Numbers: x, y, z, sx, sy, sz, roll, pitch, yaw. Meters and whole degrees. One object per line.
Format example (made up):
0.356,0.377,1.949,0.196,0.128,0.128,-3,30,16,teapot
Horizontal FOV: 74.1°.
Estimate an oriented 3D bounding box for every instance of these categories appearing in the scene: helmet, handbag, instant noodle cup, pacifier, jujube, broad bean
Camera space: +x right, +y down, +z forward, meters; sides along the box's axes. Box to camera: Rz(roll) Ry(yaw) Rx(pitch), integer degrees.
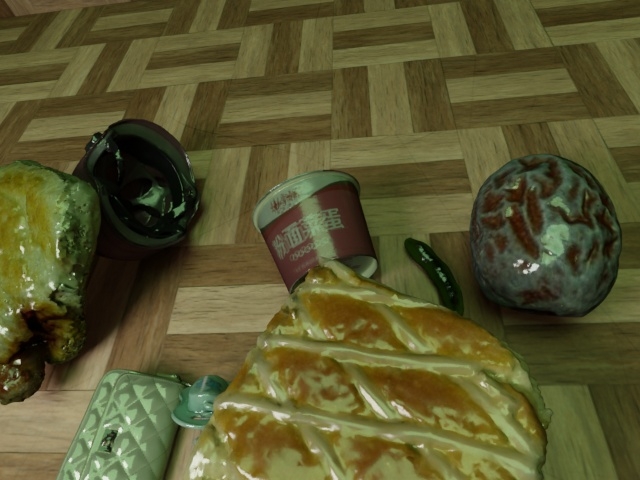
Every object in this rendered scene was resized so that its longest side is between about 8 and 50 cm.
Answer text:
-0.434,-0.097,0.964,0.197,0.271,0.338,-29,48,25,helmet
-0.298,0.350,0.714,0.219,0.079,0.256,9,57,1,handbag
0.000,0.000,0.835,0.235,0.234,0.178,-19,63,-5,instant noodle cup
-0.178,0.292,0.703,0.127,0.150,0.116,1,94,-15,pacifier
0.399,-0.005,0.769,0.247,0.215,0.308,-5,55,7,jujube
0.232,0.078,0.846,0.069,0.039,0.226,-18,54,3,broad bean

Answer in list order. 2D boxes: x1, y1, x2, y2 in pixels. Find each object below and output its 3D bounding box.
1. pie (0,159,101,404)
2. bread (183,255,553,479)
-0.565,0.036,0.810,0.395,0.180,0.418,30,103,26,pie
0.062,0.273,0.591,0.390,0.279,0.371,24,60,26,bread
